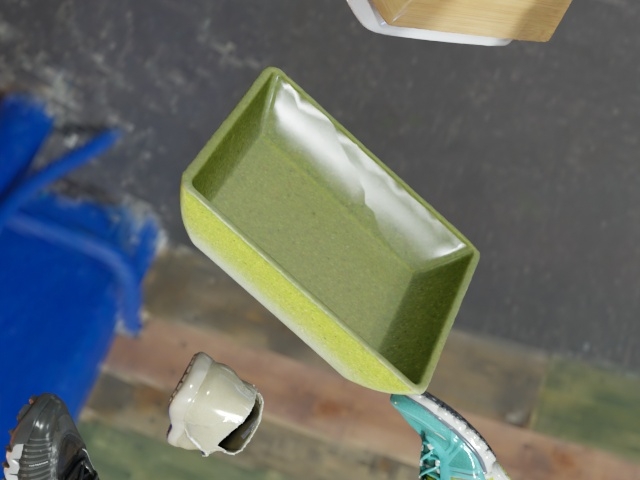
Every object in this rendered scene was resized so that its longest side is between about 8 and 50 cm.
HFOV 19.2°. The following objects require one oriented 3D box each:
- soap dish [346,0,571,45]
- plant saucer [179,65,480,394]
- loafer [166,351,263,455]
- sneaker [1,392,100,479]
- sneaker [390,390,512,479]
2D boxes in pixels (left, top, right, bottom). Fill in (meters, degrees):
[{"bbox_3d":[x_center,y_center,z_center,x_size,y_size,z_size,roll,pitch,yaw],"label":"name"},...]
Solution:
[{"bbox_3d":[0.100,-0.289,1.654,0.118,0.291,0.229,-36,73,29],"label":"soap dish"},{"bbox_3d":[0.000,0.000,1.161,0.188,0.188,0.045,42,120,-7],"label":"plant saucer"},{"bbox_3d":[-0.116,0.201,2.144,0.092,0.102,0.268,30,169,8],"label":"loafer"},{"bbox_3d":[-0.192,0.220,1.523,0.106,0.078,0.234,14,128,17],"label":"sneaker"},{"bbox_3d":[0.166,0.291,2.360,0.275,0.110,0.107,55,172,-21],"label":"sneaker"}]
